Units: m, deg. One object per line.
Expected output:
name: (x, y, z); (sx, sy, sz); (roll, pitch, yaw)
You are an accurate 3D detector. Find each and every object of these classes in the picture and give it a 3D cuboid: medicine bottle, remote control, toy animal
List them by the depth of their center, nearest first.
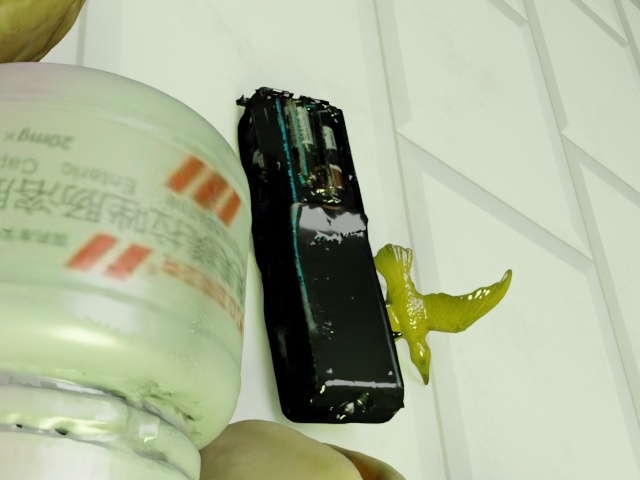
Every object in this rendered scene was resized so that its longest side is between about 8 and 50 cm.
medicine bottle: (-0.177, 0.080, 0.677); (0.256, 0.256, 0.325); (28, 51, -37)
remote control: (0.000, 0.000, 1.117); (0.144, 0.062, 0.399); (5, 54, -25)
toy animal: (0.106, 0.084, 1.201); (0.095, 0.219, 0.155); (-111, -173, -48)

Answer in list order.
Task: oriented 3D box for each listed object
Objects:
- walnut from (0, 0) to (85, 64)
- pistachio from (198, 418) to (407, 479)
walnut: (-0.310, -0.233, 0.746); (0.306, 0.306, 0.344); (47, 30, -15)
pistachio: (-0.017, 0.243, 0.758); (0.193, 0.214, 0.318); (23, 3, -31)
